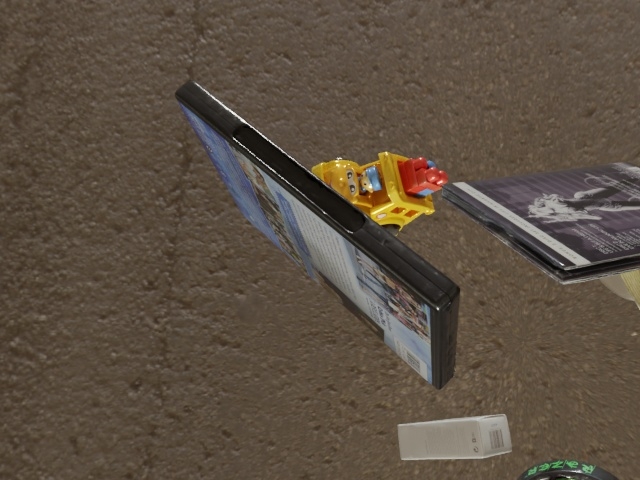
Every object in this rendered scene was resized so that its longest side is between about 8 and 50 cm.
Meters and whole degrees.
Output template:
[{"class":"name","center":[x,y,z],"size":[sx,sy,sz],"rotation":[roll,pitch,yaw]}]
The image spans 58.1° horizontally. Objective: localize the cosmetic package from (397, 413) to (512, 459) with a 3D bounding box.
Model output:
[{"class":"cosmetic package","center":[0.297,0.444,1.301],"size":[0.231,0.117,0.085],"rotation":[-22,67,45]}]

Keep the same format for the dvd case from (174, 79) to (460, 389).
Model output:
[{"class":"dvd case","center":[0.000,0.000,0.438],"size":[0.022,0.180,0.253],"rotation":[-43,62,-13]}]

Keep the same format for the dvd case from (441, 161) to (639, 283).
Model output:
[{"class":"dvd case","center":[0.241,-0.025,0.496],"size":[0.221,0.164,0.018],"rotation":[-8,118,-19]}]

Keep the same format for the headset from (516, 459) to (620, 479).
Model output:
[{"class":"headset","center":[0.484,0.608,1.050],"size":[0.243,0.185,0.394],"rotation":[-17,93,27]}]

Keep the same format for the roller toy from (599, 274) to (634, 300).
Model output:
[{"class":"roller toy","center":[0.637,0.019,1.129],"size":[0.191,0.146,0.209],"rotation":[37,132,50]}]

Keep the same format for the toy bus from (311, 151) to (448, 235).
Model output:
[{"class":"toy bus","center":[0.124,-0.101,1.107],"size":[0.211,0.220,0.149],"rotation":[-26,66,41]}]

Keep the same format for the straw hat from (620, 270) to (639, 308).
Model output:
[{"class":"straw hat","center":[0.405,0.031,0.696],"size":[0.061,0.144,0.144],"rotation":[-32,71,32]}]
